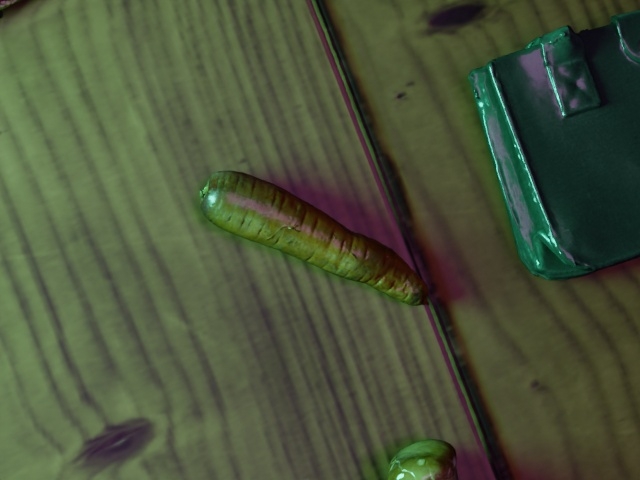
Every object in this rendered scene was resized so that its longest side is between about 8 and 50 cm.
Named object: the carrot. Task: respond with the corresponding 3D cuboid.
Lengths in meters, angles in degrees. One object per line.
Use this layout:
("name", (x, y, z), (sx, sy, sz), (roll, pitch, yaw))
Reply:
("carrot", (0.000, 0.000, 1.382), (0.248, 0.059, 0.059), (25, 81, -13))

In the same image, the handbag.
("handbag", (0.327, -0.111, 1.449), (0.326, 0.089, 0.238), (-18, 89, -14))

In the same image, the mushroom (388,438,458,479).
("mushroom", (0.107, 0.291, 1.374), (0.071, 0.084, 0.209), (-8, 91, 7))

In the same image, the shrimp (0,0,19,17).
("shrimp", (-0.341, -0.235, 1.312), (0.262, 0.066, 0.117), (-26, 92, -15))
